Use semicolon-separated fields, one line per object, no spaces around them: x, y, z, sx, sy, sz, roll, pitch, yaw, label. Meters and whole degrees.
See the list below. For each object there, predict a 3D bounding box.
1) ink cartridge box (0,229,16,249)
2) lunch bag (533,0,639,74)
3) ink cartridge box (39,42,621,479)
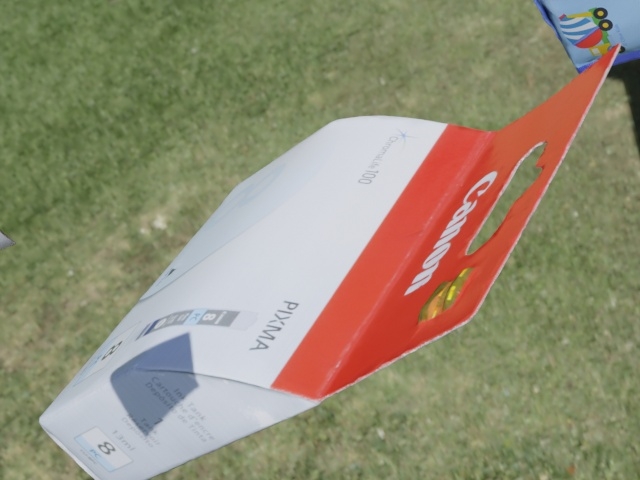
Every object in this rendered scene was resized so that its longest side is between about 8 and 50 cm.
-0.170;-0.024;0.424;0.063;0.115;0.029;-22;58;4;ink cartridge box
0.269;-0.266;0.877;0.293;0.221;0.138;-21;40;25;lunch bag
0.000;0.000;0.791;0.385;0.091;0.308;-33;15;45;ink cartridge box
